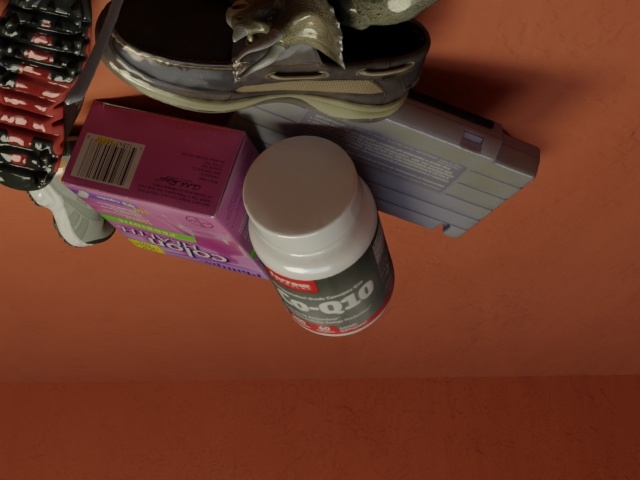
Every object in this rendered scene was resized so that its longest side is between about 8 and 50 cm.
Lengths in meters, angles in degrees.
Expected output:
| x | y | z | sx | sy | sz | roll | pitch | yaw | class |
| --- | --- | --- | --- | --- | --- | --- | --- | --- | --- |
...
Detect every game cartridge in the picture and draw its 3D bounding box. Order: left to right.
| x | y | z | sx | sy | sz | roll | pitch | yaw | class |
| --- | --- | --- | --- | --- | --- | --- | --- | --- | --- |
| 0.066 | -0.117 | 1.242 | 0.355 | 0.068 | 0.230 | 19 | 151 | -12 | game cartridge |

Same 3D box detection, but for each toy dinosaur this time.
| x | y | z | sx | sy | sz | roll | pitch | yaw | class |
| --- | --- | --- | --- | --- | --- | --- | --- | --- | --- |
| 0.067 | -0.243 | 0.852 | 0.314 | 0.160 | 0.121 | -16 | 156 | 36 | toy dinosaur |

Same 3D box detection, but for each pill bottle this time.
| x | y | z | sx | sy | sz | roll | pitch | yaw | class |
| --- | --- | --- | --- | --- | --- | --- | --- | --- | --- |
| 0.000 | 0.000 | 1.265 | 0.161 | 0.161 | 0.283 | -5 | 153 | 10 | pill bottle |

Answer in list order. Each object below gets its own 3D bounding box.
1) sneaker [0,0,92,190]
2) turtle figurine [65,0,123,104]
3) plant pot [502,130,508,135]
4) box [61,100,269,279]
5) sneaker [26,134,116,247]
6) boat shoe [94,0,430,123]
| x | y | z | sx | sy | sz | roll | pitch | yaw | class |
| --- | --- | --- | --- | --- | --- | --- | --- | --- | --- |
| -0.300 | -0.187 | 1.076 | 0.098 | 0.135 | 0.276 | 16 | 133 | -12 | sneaker |
| -0.131 | -0.239 | 0.730 | 0.266 | 0.274 | 0.198 | -21 | 152 | 6 | turtle figurine |
| 0.238 | -0.097 | 1.382 | 0.081 | 0.081 | 0.083 | -17 | 160 | 35 | plant pot |
| -0.176 | -0.060 | 1.303 | 0.214 | 0.117 | 0.243 | 13 | 165 | 17 | box |
| -0.327 | -0.065 | 1.402 | 0.108 | 0.100 | 0.271 | -8 | 159 | 3 | sneaker |
| -0.047 | -0.212 | 1.013 | 0.355 | 0.132 | 0.130 | 0 | 152 | -29 | boat shoe |
